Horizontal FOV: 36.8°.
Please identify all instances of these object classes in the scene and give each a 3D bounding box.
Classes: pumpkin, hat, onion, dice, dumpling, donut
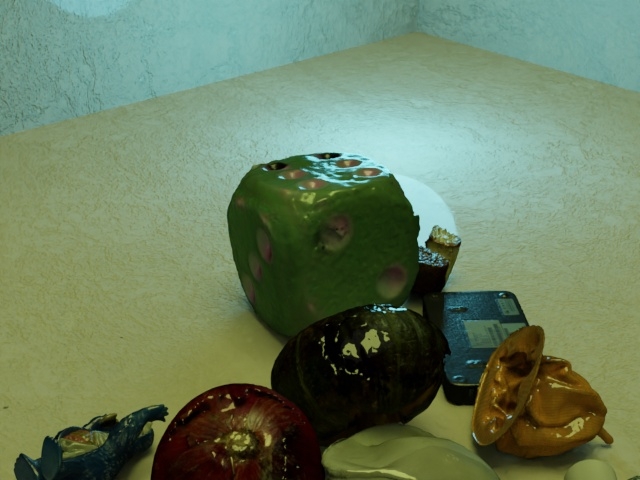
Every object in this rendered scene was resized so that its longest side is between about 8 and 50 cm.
[{"bbox_3d":[0.061,0.235,1.652,0.320,0.320,0.192,-12,64,-23],"label":"pumpkin"},{"bbox_3d":[0.425,0.306,1.726,0.233,0.233,0.244,30,1,-7],"label":"hat"},{"bbox_3d":[-0.125,0.358,1.481,0.276,0.276,0.276,1,27,0],"label":"onion"},{"bbox_3d":[0.000,0.000,2.047,0.318,0.330,0.322,-18,25,-25],"label":"dice"},{"bbox_3d":[0.170,0.386,1.505,0.341,0.181,0.260,2,18,1],"label":"dumpling"},{"bbox_3d":[0.256,0.058,2.193,0.085,0.141,0.217,20,32,14],"label":"donut"}]

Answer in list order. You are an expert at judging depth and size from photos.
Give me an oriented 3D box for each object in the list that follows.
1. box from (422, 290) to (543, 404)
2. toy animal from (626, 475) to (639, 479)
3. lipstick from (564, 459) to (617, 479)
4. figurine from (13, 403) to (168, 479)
[{"bbox_3d":[0.334,0.211,1.979,0.211,0.058,0.350,0,28,-4],"label":"box"},{"bbox_3d":[0.614,0.421,1.553,0.253,0.079,0.070,1,49,12],"label":"toy animal"},{"bbox_3d":[0.436,0.470,1.448,0.087,0.087,0.327,2,27,3],"label":"lipstick"},{"bbox_3d":[-0.375,0.361,1.619,0.262,0.120,0.164,-14,-6,-42],"label":"figurine"}]
